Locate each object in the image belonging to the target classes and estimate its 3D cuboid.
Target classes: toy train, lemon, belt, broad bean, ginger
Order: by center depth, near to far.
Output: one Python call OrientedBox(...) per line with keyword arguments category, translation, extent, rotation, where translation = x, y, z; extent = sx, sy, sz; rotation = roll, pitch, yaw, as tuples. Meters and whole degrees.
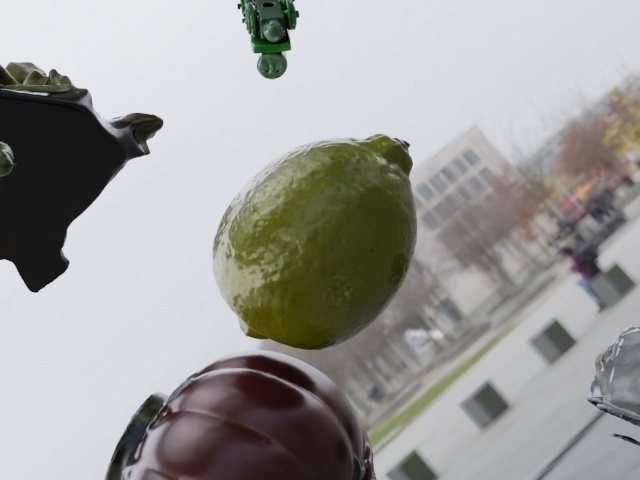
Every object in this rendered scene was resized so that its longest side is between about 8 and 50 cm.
OrientedBox(category="lemon", translation=(0.000, 0.000, 1.192), extent=(0.248, 0.184, 0.184), rotation=(-53, -9, 11))
OrientedBox(category="belt", translation=(0.401, 0.179, 1.362), extent=(0.230, 0.140, 0.126), rotation=(16, 79, 54))
OrientedBox(category="broad bean", translation=(-0.458, -0.116, 1.618), extent=(0.065, 0.046, 0.255), rotation=(-13, 19, -41))
OrientedBox(category="toy train", translation=(-0.074, -0.323, 1.770), extent=(0.251, 0.085, 0.119), rotation=(-96, 2, -54))
OrientedBox(category="ginger", translation=(-0.470, -0.128, 1.867), extent=(0.414, 0.211, 0.358), rotation=(11, -58, -23))

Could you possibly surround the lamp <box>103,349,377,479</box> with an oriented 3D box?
OrientedBox(category="lamp", translation=(-0.080, 0.257, 1.241), extent=(0.303, 0.257, 0.303), rotation=(-62, -6, -11))
